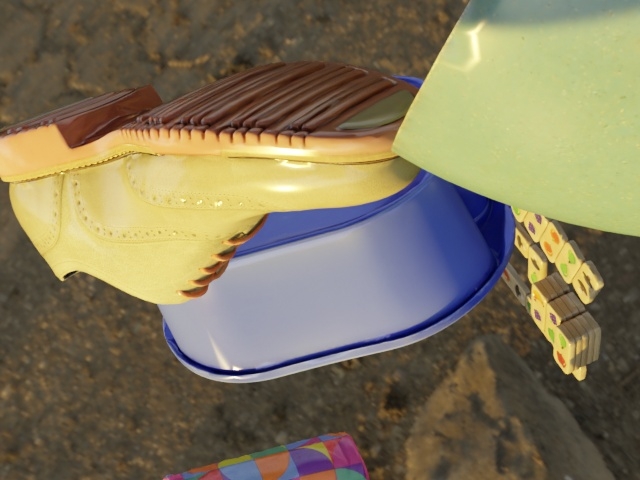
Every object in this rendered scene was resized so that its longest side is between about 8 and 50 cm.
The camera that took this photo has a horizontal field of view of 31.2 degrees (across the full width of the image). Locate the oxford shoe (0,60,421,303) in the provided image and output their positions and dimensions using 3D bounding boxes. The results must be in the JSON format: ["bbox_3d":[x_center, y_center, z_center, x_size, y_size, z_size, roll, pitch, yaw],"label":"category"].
[{"bbox_3d":[-0.075,-0.034,0.789,0.397,0.146,0.140,2,23,46],"label":"oxford shoe"}]

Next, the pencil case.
[{"bbox_3d":[-0.064,0.287,1.290,0.236,0.104,0.104,-12,47,-13],"label":"pencil case"}]

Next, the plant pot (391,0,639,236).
[{"bbox_3d":[0.189,-0.112,0.499,0.195,0.290,0.290,32,82,3],"label":"plant pot"}]

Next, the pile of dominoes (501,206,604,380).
[{"bbox_3d":[0.218,0.026,1.241,0.040,0.196,0.251,-23,50,-11],"label":"pile of dominoes"}]

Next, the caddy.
[{"bbox_3d":[0.000,0.000,1.032,0.341,0.179,0.241,-15,36,15],"label":"caddy"}]
